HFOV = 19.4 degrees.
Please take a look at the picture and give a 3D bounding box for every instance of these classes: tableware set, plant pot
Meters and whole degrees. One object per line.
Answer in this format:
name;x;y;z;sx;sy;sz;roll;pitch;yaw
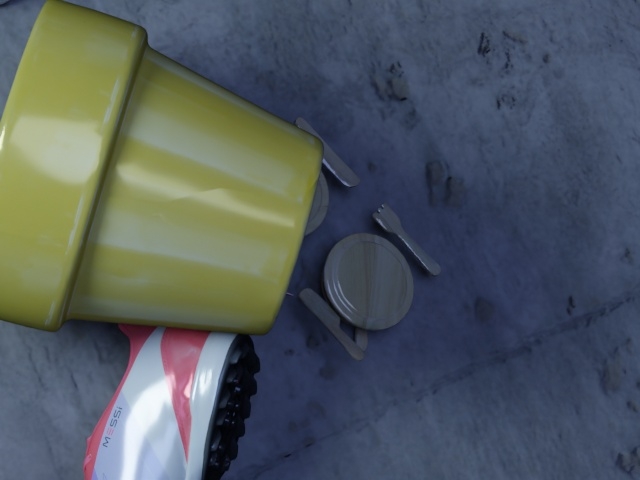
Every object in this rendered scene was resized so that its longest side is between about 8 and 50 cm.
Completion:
tableware set;0.000;0.000;1.626;0.194;0.039;0.128;47;59;-5
plant pot;-0.133;-0.037;1.465;0.239;0.254;0.254;16;73;-5

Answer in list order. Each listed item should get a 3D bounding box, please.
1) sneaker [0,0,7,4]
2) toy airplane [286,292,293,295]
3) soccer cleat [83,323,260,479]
sneaker;-0.352;-0.238;1.534;0.232;0.115;0.090;-12;80;-19
toy airplane;-0.096;0.022;1.596;0.151;0.028;0.151;2;82;-15
soccer cleat;-0.146;0.215;1.508;0.116;0.108;0.318;13;80;17
